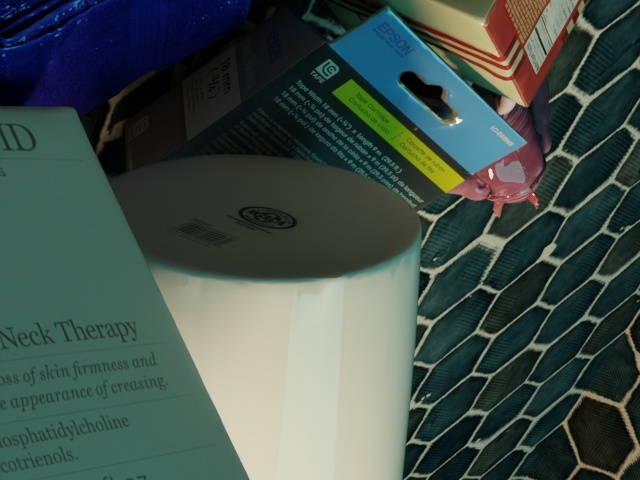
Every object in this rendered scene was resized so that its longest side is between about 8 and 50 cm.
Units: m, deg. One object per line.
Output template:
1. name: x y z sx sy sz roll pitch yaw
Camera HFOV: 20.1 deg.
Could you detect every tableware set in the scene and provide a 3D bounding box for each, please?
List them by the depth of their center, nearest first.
1. tableware set: -0.102 -0.152 1.913 0.128 0.039 0.194 -27 152 -32

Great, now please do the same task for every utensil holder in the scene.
1. utensil holder: -0.069 0.147 1.710 0.327 0.327 0.385 -18 122 -44

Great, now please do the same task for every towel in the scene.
1. towel: -0.188 -0.201 1.645 0.308 0.076 0.228 -32 154 -23

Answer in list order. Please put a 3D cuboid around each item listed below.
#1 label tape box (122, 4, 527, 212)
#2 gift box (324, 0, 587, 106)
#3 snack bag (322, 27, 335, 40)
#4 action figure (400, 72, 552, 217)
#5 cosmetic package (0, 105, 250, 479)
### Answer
1. label tape box: 0.002 -0.109 1.829 0.333 0.106 0.240 -33 130 23
2. gift box: 0.134 -0.317 1.750 0.276 0.258 0.255 -60 157 -11
3. snack bag: -0.012 -0.096 2.161 0.342 0.037 0.323 -52 155 20
4. action figure: 0.200 -0.152 2.060 0.248 0.275 0.370 -42 132 -11
5. cosmetic package: -0.332 0.136 1.467 0.327 0.394 0.329 -39 159 33
